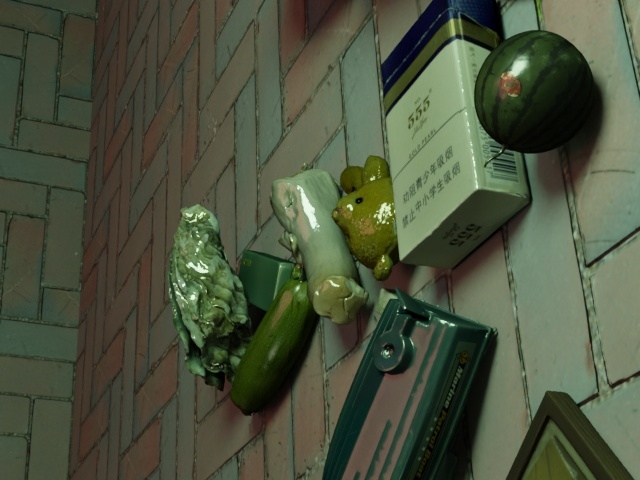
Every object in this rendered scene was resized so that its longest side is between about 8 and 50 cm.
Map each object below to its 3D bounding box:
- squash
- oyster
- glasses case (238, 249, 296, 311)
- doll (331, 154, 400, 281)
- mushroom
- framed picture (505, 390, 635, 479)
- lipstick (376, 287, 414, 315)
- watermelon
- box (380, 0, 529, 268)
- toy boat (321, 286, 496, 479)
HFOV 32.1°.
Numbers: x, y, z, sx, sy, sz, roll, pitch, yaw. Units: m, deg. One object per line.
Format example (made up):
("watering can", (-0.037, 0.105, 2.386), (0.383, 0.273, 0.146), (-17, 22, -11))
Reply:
("squash", (-0.065, 0.155, 1.553), (0.071, 0.080, 0.318), (41, 130, 20))
("oyster", (-0.162, 0.096, 1.687), (0.198, 0.112, 0.268), (-97, -8, -62))
("glasses case", (-0.078, 0.062, 1.660), (0.184, 0.039, 0.078), (-165, 85, -68))
("doll", (0.049, -0.032, 1.315), (0.209, 0.097, 0.137), (-145, 60, -72))
("mushroom", (0.000, 0.001, 1.428), (0.096, 0.099, 0.278), (83, 172, -47))
("framed picture", (0.195, 0.231, 0.935), (0.128, 0.023, 0.168), (-119, 43, -57))
("lipstick", (0.100, 0.084, 1.219), (0.129, 0.030, 0.030), (-144, 66, -67))
("watermelon", (0.183, -0.120, 0.988), (0.133, 0.105, 0.105), (-59, 25, 6))
("box", (0.134, -0.119, 1.165), (0.168, 0.071, 0.259), (133, 142, -54))
("toy boat", (0.076, 0.203, 1.103), (0.114, 0.122, 0.296), (20, 90, 49))
